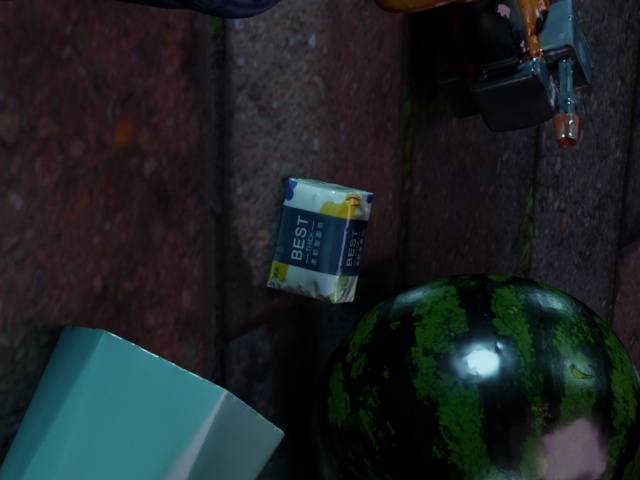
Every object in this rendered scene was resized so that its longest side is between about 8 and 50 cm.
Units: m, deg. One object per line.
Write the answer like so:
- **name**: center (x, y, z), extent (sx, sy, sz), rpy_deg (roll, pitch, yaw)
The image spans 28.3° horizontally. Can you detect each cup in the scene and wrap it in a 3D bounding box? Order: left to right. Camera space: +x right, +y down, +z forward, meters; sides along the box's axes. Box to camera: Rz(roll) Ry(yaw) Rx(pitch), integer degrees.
- **cup**: center (-0.138, 0.180, 0.728), extent (0.148, 0.134, 0.235), rpy_deg (48, 63, -49)

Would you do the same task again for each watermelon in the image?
- **watermelon**: center (0.116, 0.152, 0.990), extent (0.269, 0.269, 0.269), rpy_deg (-26, 123, -50)

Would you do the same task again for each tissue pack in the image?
- **tissue pack**: center (0.000, 0.000, 0.929), extent (0.042, 0.062, 0.083), rpy_deg (-1, 103, -62)

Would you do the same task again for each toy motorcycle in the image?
- **toy motorcycle**: center (0.114, -0.206, 0.961), extent (0.325, 0.148, 0.221), rpy_deg (56, 33, -42)

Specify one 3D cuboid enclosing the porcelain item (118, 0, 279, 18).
- **porcelain item**: center (-0.073, -0.200, 0.699), extent (0.147, 0.114, 0.147), rpy_deg (-28, 125, -49)
